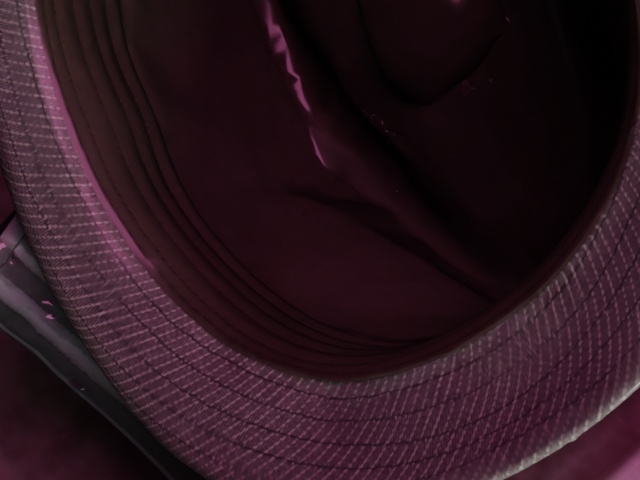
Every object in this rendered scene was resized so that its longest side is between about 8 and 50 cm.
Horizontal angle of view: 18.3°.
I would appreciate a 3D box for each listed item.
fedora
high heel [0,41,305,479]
[{"bbox_3d":[0.024,-0.060,0.604,0.275,0.244,0.124,59,25,16],"label":"fedora"},{"bbox_3d":[0.000,0.000,0.727,0.186,0.093,0.261,41,45,-9],"label":"high heel"}]
